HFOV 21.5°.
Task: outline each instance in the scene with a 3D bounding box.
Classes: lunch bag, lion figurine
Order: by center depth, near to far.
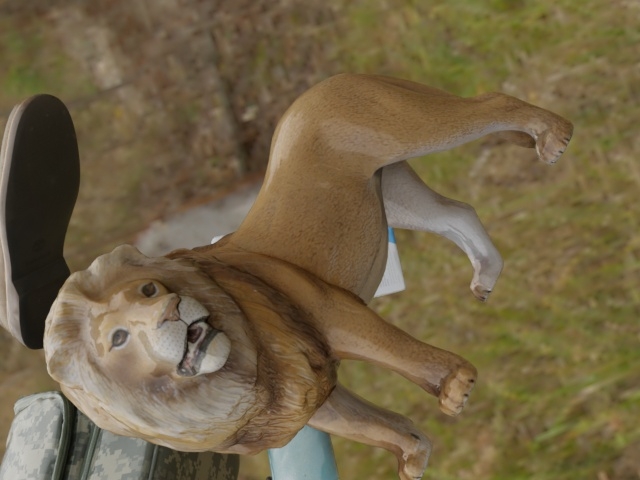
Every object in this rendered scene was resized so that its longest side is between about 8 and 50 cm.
[{"bbox_3d":[0.000,0.000,1.070,0.240,0.392,0.142,26,135,1],"label":"lion figurine"},{"bbox_3d":[-0.260,0.320,1.895,0.212,0.256,0.305,50,-135,-53],"label":"lunch bag"}]

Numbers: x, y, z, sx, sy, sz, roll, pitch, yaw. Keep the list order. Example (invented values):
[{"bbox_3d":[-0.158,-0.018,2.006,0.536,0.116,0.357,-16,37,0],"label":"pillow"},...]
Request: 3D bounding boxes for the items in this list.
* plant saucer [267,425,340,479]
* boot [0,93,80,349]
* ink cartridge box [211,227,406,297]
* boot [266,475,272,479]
[{"bbox_3d":[0.003,0.254,1.165,0.317,0.044,0.317,170,90,-87],"label":"plant saucer"},{"bbox_3d":[-0.345,-0.031,1.901,0.115,0.112,0.305,28,123,35],"label":"boot"},{"bbox_3d":[-0.013,0.017,1.725,0.061,0.181,0.104,-105,2,-77],"label":"ink cartridge box"},{"bbox_3d":[-0.052,0.336,1.468,0.246,0.207,0.094,47,175,45],"label":"boot"}]
